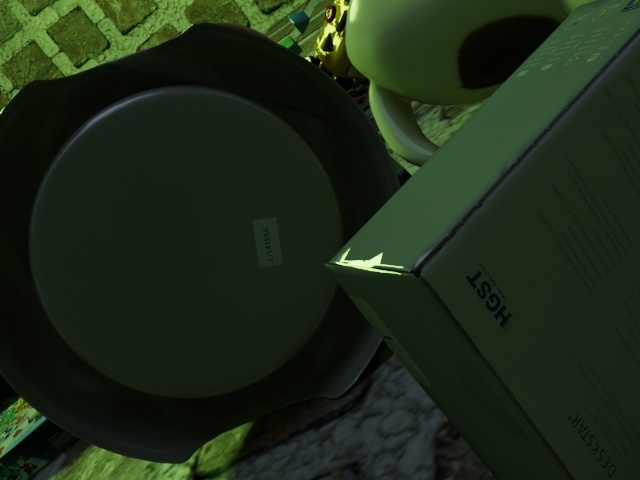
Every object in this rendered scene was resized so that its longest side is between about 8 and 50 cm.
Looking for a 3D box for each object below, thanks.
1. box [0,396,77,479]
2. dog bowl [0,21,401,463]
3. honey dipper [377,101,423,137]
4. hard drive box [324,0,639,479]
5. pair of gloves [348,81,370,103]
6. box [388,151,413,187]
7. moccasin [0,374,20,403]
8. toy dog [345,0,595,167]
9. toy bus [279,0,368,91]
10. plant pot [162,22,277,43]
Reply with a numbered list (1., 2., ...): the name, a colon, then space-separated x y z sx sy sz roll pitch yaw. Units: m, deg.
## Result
1. box: -0.362 0.237 1.026 0.233 0.044 0.159 -40 20 -5
2. dog bowl: -0.108 0.001 0.698 0.348 0.349 0.102 -39 8 -4
3. honey dipper: 0.117 -0.172 1.128 0.160 0.030 0.030 -40 19 8
4. hard drive box: 0.149 0.002 0.457 0.232 0.181 0.089 -44 20 -19
5. pair of gloves: 0.059 -0.242 1.406 0.074 0.010 0.083 -12 31 52
6. box: 0.000 0.000 0.873 0.231 0.056 0.183 -39 15 5
7. moccasin: -0.528 0.221 1.260 0.342 0.117 0.138 -10 46 45
8. toy dog: 0.202 -0.267 0.755 0.408 0.284 0.395 9 76 49
9. toy bus: 0.048 -0.321 1.451 0.191 0.202 0.104 -31 50 0
10. plant pot: -0.143 -0.222 1.380 0.272 0.272 0.265 -34 12 11
